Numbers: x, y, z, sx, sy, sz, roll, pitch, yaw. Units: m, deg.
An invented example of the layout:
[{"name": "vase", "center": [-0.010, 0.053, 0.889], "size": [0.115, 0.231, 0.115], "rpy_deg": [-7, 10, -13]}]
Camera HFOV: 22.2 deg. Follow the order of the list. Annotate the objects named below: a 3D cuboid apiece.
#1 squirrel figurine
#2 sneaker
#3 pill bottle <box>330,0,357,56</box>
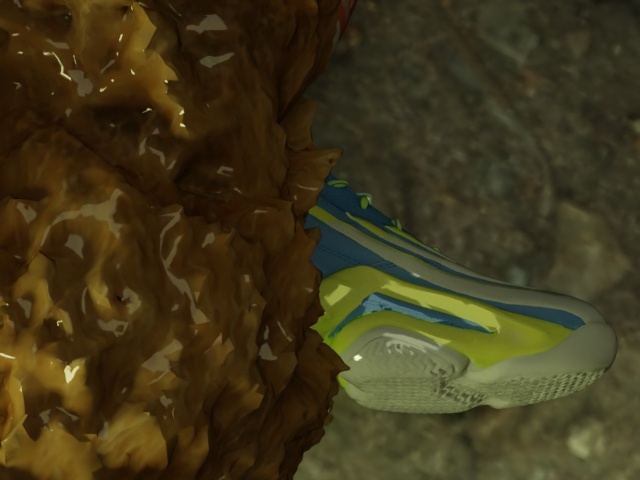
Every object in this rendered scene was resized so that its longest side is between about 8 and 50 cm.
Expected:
[{"name": "squirrel figurine", "center": [-0.176, -0.056, 0.556], "size": [0.397, 0.281, 0.370], "rpy_deg": [-8, 60, 3]}, {"name": "sneaker", "center": [0.000, 0.000, 0.653], "size": [0.240, 0.091, 0.126], "rpy_deg": [3, 72, -6]}, {"name": "pill bottle", "center": [-0.012, -0.189, 0.690], "size": [0.124, 0.124, 0.221], "rpy_deg": [23, 73, -1]}]
